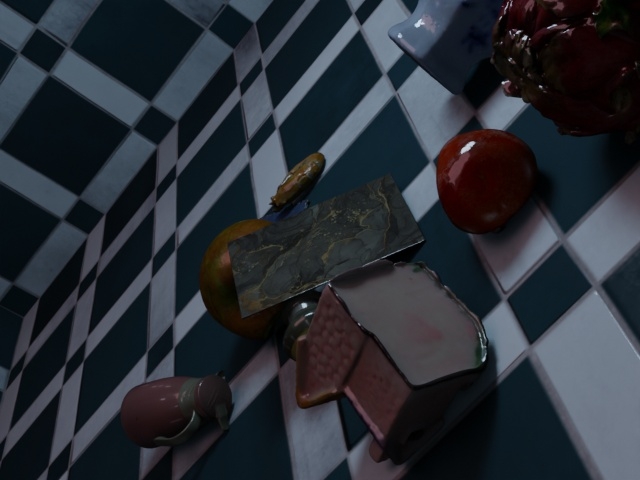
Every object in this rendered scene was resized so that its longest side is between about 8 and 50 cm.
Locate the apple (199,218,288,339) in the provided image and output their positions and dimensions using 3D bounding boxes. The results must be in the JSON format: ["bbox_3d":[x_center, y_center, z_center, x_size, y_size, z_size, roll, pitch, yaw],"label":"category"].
[{"bbox_3d":[-0.132,0.076,2.060,0.246,0.246,0.226,-43,8,28],"label":"apple"}]

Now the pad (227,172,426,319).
[{"bbox_3d":[-0.001,0.003,1.858,0.367,0.007,0.248,-23,36,3],"label":"pad"}]

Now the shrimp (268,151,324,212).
[{"bbox_3d":[-0.059,-0.143,2.363,0.187,0.052,0.132,-43,14,3],"label":"shrimp"}]

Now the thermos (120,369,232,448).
[{"bbox_3d":[-0.305,0.368,2.075,0.265,0.146,0.176,-22,35,44],"label":"thermos"}]

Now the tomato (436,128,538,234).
[{"bbox_3d":[0.258,-0.100,1.576,0.187,0.151,0.187,-48,25,31],"label":"tomato"}]

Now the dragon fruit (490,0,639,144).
[{"bbox_3d":[0.411,-0.297,1.355,0.329,0.329,0.329,-43,27,28],"label":"dragon fruit"}]

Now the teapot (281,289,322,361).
[{"bbox_3d":[-0.015,0.176,1.783,0.119,0.130,0.166,-116,28,-44],"label":"teapot"}]

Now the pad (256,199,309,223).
[{"bbox_3d":[-0.140,0.035,2.335,0.269,0.012,0.269,-15,46,56],"label":"pad"}]

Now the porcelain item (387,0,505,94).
[{"bbox_3d":[0.322,-0.491,1.840,0.405,0.242,0.178,-50,43,9],"label":"porcelain item"}]

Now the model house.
[{"bbox_3d":[0.107,0.196,1.473,0.237,0.202,0.237,48,134,30],"label":"model house"}]
